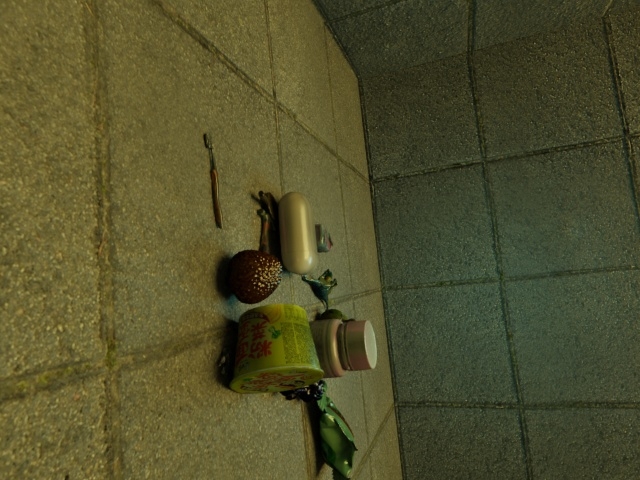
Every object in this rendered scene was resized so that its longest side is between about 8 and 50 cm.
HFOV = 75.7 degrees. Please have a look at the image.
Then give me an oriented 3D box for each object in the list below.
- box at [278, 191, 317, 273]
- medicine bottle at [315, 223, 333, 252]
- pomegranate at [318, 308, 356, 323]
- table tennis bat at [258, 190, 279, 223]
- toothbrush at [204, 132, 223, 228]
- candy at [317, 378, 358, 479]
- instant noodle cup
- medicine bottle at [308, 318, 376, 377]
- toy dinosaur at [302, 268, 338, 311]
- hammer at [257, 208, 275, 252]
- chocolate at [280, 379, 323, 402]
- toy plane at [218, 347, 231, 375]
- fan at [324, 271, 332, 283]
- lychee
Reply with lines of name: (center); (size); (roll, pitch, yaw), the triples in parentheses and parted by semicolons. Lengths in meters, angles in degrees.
box: (-0.096, -0.025, 1.790); (0.289, 0.141, 0.349); (58, 26, -82)
medicine bottle: (0.000, 0.000, 2.173); (0.188, 0.094, 0.119); (43, 42, -61)
pomegranate: (0.088, 0.449, 2.099); (0.179, 0.210, 0.179); (-50, 150, -44)
table tennis bat: (-0.207, -0.148, 1.700); (0.234, 0.022, 0.131); (56, 21, -69)
toothbrush: (-0.349, -0.197, 1.361); (0.031, 0.023, 0.321); (-10, 91, -64)
candy: (0.053, 0.877, 1.920); (0.263, 0.172, 0.398); (109, -39, -84)
instant noodle cup: (-0.151, 0.356, 1.355); (0.311, 0.311, 0.221); (53, 24, -55)
medicine bottle: (0.069, 0.475, 1.830); (0.256, 0.325, 0.256); (-12, 90, -72)
toy dinosaur: (0.017, 0.244, 2.126); (0.076, 0.147, 0.363); (45, -13, 40)
hammer: (-0.223, 0.023, 1.623); (0.111, 0.033, 0.288); (49, 38, -57)
chocolate: (-0.081, 0.602, 1.702); (0.148, 0.126, 0.343); (-49, 147, -11)
toy plane: (-0.295, 0.377, 1.283); (0.078, 0.031, 0.083); (63, 28, -65)
fan: (0.039, 0.231, 2.282); (0.155, 0.039, 0.082); (-72, 147, -52)
lychee: (-0.225, 0.118, 1.367); (0.194, 0.194, 0.194); (-8, 90, -71)
